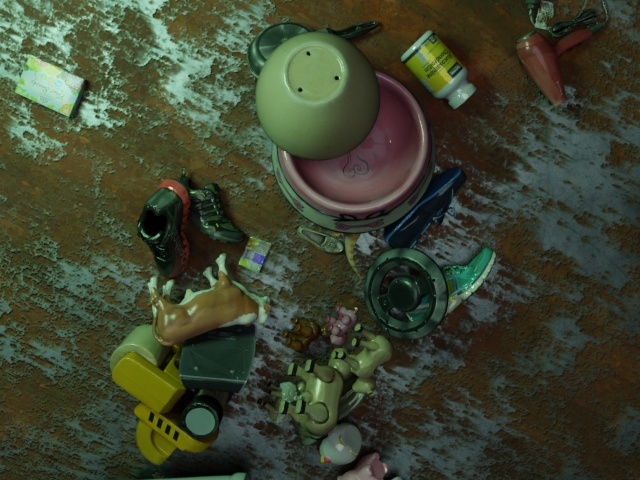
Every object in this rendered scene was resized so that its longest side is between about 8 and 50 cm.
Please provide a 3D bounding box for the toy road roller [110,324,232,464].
[{"bbox_3d":[-0.390,0.392,1.825,0.329,0.202,0.240,39,104,-6],"label":"toy road roller"}]

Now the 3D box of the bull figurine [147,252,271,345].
[{"bbox_3d":[-0.269,0.149,1.816,0.310,0.101,0.188,-17,69,-27],"label":"bull figurine"}]

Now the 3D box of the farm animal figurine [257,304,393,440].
[{"bbox_3d":[0.032,0.325,1.789,0.172,0.330,0.327,30,77,-29],"label":"farm animal figurine"}]

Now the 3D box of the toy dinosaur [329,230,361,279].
[{"bbox_3d":[0.075,-0.019,1.851,0.112,0.064,0.212,15,88,3],"label":"toy dinosaur"}]

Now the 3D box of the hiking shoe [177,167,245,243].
[{"bbox_3d":[-0.271,-0.081,1.830,0.227,0.086,0.114,33,97,-4],"label":"hiking shoe"}]

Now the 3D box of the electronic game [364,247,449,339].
[{"bbox_3d":[0.210,0.132,1.843,0.229,0.048,0.229,3,95,34],"label":"electronic game"}]

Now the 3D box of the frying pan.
[{"bbox_3d":[-0.016,-0.455,1.770,0.326,0.053,0.197,-4,60,2],"label":"frying pan"}]

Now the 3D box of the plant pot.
[{"bbox_3d":[-0.010,-0.330,1.602,0.284,0.191,0.284,0,84,2],"label":"plant pot"}]

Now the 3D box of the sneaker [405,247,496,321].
[{"bbox_3d":[0.327,0.108,1.870,0.275,0.107,0.110,-41,87,2],"label":"sneaker"}]

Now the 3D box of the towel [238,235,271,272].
[{"bbox_3d":[-0.166,0.034,1.884,0.060,0.009,0.083,25,94,-5],"label":"towel"}]

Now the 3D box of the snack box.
[{"bbox_3d":[-0.652,-0.374,1.807,0.141,0.037,0.100,24,96,-5],"label":"snack box"}]

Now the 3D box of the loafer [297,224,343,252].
[{"bbox_3d":[0.000,0.000,1.872,0.125,0.039,0.045,24,93,-5],"label":"loafer"}]

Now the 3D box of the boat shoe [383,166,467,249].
[{"bbox_3d":[0.271,-0.074,1.858,0.089,0.109,0.258,41,110,-15],"label":"boat shoe"}]

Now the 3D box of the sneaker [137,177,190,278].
[{"bbox_3d":[-0.375,-0.008,1.767,0.097,0.135,0.276,21,128,15],"label":"sneaker"}]

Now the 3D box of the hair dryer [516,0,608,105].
[{"bbox_3d":[0.593,-0.478,1.826,0.223,0.080,0.294,9,96,-4],"label":"hair dryer"}]

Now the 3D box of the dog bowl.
[{"bbox_3d":[0.079,-0.225,1.761,0.407,0.150,0.408,0,85,2],"label":"dog bowl"}]

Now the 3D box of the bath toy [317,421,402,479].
[{"bbox_3d":[0.111,0.627,1.908,0.129,0.151,0.348,-33,97,37],"label":"bath toy"}]

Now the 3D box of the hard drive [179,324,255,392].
[{"bbox_3d":[-0.245,0.277,1.792,0.172,0.255,0.054,6,113,-4],"label":"hard drive"}]

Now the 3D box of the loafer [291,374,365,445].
[{"bbox_3d":[0.026,0.413,1.890,0.251,0.094,0.087,-44,93,3],"label":"loafer"}]

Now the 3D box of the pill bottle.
[{"bbox_3d":[0.290,-0.411,1.809,0.103,0.103,0.184,-44,96,3],"label":"pill bottle"}]

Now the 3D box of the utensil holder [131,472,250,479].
[{"bbox_3d":[-0.366,0.734,1.798,0.385,0.327,0.328,-1,96,0],"label":"utensil holder"}]
